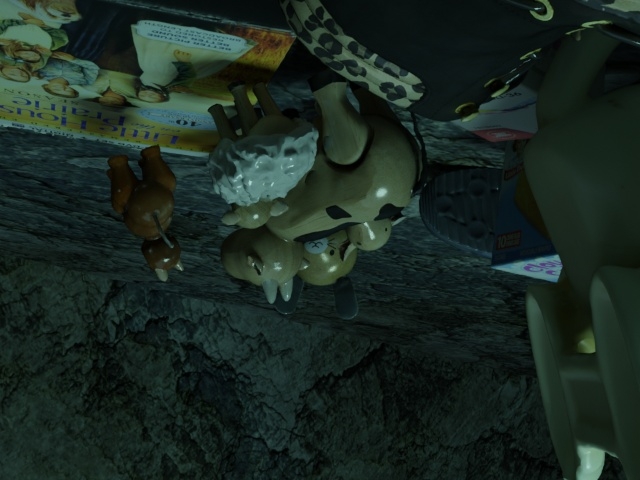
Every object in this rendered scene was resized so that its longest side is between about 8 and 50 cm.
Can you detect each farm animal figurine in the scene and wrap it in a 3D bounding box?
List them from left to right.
[{"bbox_3d":[-0.016,-0.039,1.161,0.330,0.172,0.327,-15,174,-40],"label":"farm animal figurine"}]

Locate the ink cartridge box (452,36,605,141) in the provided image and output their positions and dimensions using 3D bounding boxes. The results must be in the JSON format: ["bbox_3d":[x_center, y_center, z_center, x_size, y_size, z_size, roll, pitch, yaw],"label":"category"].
[{"bbox_3d":[0.135,-0.141,1.006,0.115,0.067,0.198,-3,165,42],"label":"ink cartridge box"}]

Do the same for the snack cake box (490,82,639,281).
[{"bbox_3d":[0.277,-0.052,1.160,0.089,0.152,0.264,12,167,-24],"label":"snack cake box"}]

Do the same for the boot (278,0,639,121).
[{"bbox_3d":[0.167,-0.152,0.750,0.377,0.138,0.284,15,166,-18],"label":"boot"}]

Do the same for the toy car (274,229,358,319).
[{"bbox_3d":[0.000,0.000,1.498,0.155,0.188,0.149,5,169,11],"label":"toy car"}]

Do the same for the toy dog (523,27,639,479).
[{"bbox_3d":[0.370,0.002,0.914,0.408,0.395,0.284,-10,166,-5],"label":"toy dog"}]

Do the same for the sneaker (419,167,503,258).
[{"bbox_3d":[0.271,-0.012,1.475,0.319,0.112,0.131,8,166,-1],"label":"sneaker"}]

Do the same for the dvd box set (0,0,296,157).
[{"bbox_3d":[-0.203,-0.169,1.091,0.307,0.062,0.420,9,169,-12],"label":"dvd box set"}]
